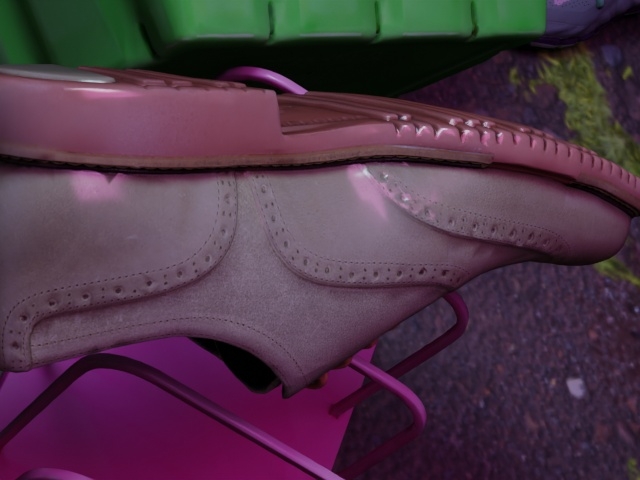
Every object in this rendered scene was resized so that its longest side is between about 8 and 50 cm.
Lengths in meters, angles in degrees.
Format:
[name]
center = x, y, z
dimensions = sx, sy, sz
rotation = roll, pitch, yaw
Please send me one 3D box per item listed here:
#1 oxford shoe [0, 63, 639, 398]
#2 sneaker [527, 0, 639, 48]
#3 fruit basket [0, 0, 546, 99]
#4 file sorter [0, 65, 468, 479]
[oxford shoe]
center = 0.000, 0.000, 0.937
dimensions = 0.397, 0.140, 0.146
rotation = 3, 96, -35
[sneaker]
center = 0.224, -0.209, 1.414
dimensions = 0.224, 0.098, 0.083
rotation = -21, 79, -38
[fruit basket]
center = -0.067, -0.263, 1.160
dimensions = 0.392, 0.283, 0.392
rotation = 14, 67, -38
[file sorter]
center = -0.049, 0.080, 1.038
dimensions = 0.202, 0.182, 0.290
rotation = 32, 53, -15
